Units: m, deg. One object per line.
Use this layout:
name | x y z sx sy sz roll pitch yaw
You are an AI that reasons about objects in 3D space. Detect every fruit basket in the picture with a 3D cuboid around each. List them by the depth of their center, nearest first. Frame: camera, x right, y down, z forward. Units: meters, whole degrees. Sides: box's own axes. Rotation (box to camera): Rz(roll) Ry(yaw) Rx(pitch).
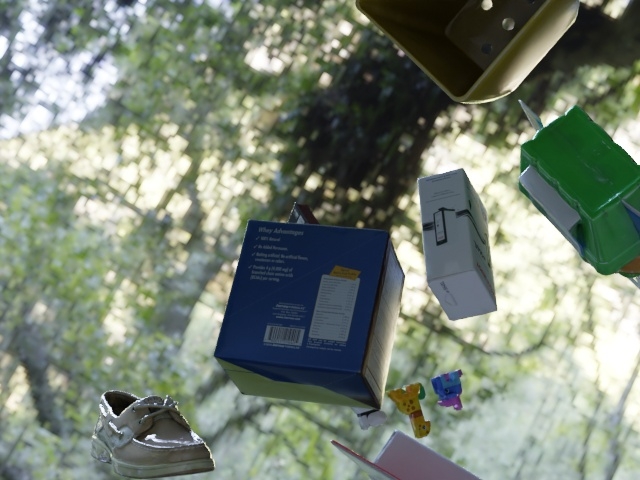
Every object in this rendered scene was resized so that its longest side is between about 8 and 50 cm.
fruit basket | 0.426 -0.019 2.033 0.327 0.165 0.353 53 -7 38

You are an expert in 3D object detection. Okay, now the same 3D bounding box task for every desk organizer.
desk organizer | 0.000 0.000 2.045 0.050 0.047 0.130 1 38 -32

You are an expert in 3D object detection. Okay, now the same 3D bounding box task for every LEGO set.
LEGO set | 0.176 0.297 2.366 0.227 0.093 0.087 -14 -6 -24

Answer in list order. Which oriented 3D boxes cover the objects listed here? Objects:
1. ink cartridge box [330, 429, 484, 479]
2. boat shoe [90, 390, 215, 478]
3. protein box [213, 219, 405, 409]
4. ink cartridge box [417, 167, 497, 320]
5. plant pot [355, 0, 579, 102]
ink cartridge box | 0.176 0.285 1.348 0.296 0.066 0.261 27 -16 29
boat shoe | -0.231 0.256 1.797 0.109 0.098 0.302 1 0 -28
protein box | -0.010 0.097 1.777 0.200 0.201 0.136 5 -27 17
ink cartridge box | 0.226 0.008 2.209 0.086 0.203 0.148 -14 -34 17
plant pot | 0.215 -0.304 1.753 0.212 0.212 0.187 47 16 25
